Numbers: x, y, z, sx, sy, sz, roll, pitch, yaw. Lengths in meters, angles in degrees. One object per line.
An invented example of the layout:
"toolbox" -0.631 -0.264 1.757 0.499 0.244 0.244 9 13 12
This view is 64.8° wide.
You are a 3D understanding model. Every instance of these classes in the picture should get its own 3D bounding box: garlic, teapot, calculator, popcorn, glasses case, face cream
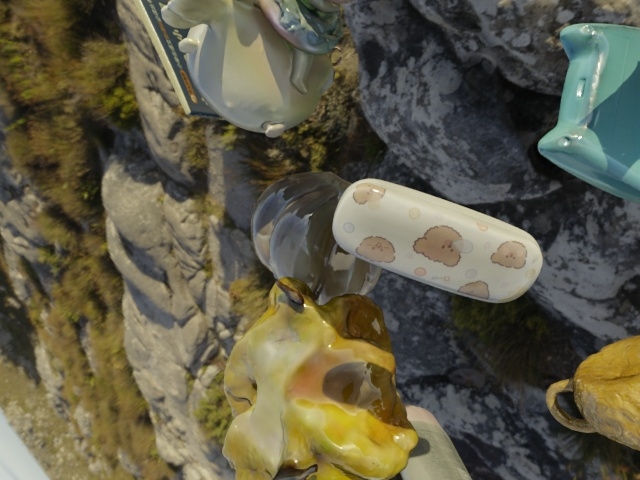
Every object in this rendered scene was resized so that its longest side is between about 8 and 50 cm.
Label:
"garlic" 0.000 0.000 0.899 0.292 0.237 0.210 -60 31 15
"teapot" 0.516 0.261 0.800 0.311 0.203 0.167 -30 90 43
"calculator" 0.522 -0.176 0.756 0.386 0.256 0.054 14 175 -13
"popcorn" 0.004 0.224 0.714 0.297 0.316 0.281 18 168 37
"glasses case" 0.089 0.002 0.390 0.164 0.041 0.063 19 120 -5
"face cream" 0.165 0.334 0.729 0.107 0.269 0.073 22 100 -10

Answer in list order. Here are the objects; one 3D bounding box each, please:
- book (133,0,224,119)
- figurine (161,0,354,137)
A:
"book" -0.203 -0.329 0.954 0.018 0.322 0.228 -25 91 21
"figurine" -0.042 -0.292 0.617 0.394 0.274 0.227 -30 77 43
